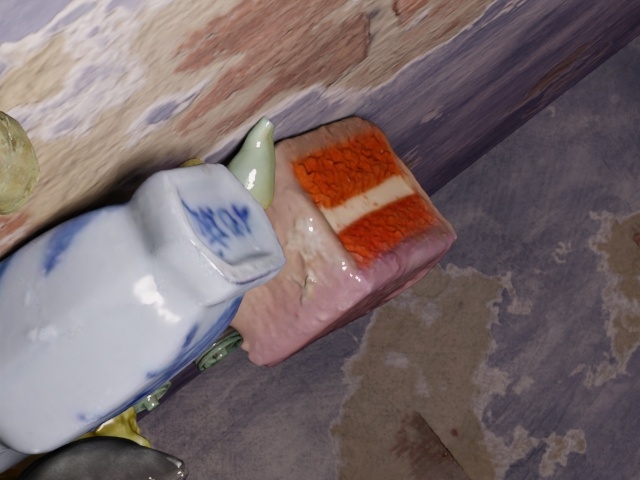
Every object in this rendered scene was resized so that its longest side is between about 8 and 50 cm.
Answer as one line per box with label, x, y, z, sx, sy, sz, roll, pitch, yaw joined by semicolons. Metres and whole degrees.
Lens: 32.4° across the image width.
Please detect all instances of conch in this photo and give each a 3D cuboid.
conch;-0.082;-0.062;1.282;0.088;0.065;0.180;-53;162;-71

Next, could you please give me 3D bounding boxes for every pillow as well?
pillow;-0.248;0.262;1.151;0.186;0.106;0.250;-21;-179;-20

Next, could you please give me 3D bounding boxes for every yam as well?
yam;-0.223;-0.057;0.714;0.069;0.070;0.146;-38;171;4

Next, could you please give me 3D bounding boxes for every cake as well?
cake;0.000;0.000;1.486;0.230;0.237;0.309;-42;170;31

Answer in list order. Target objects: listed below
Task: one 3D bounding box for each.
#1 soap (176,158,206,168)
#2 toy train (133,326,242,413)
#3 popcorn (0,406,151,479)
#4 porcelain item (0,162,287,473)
soap;-0.155;-0.044;1.257;0.089;0.033;0.168;-46;173;-6
toy train;-0.221;0.123;1.592;0.304;0.150;0.221;-32;165;-28
popcorn;-0.371;0.253;1.410;0.225;0.174;0.286;-29;144;36
porcelain item;-0.235;0.090;1.111;0.405;0.178;0.242;-34;175;22
